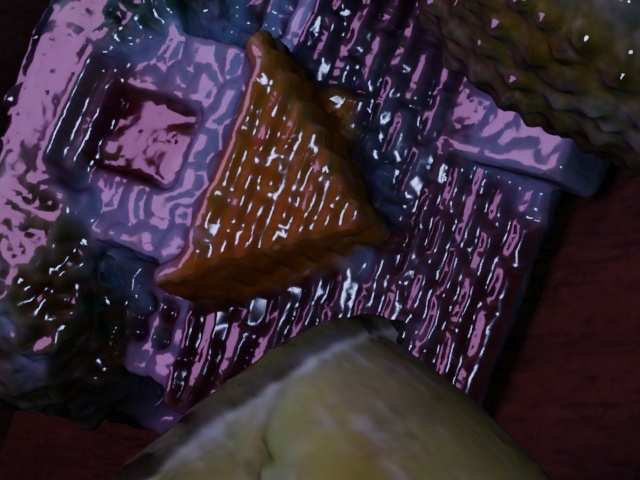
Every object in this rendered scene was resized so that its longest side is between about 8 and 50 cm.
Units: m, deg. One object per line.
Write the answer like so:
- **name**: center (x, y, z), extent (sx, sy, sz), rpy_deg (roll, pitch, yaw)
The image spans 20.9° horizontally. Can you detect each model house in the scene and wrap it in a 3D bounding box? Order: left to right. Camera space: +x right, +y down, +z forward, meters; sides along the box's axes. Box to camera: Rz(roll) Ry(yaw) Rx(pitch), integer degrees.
- **model house**: center (0.000, 0.000, 1.124), extent (0.339, 0.297, 0.360), rpy_deg (18, 84, 39)

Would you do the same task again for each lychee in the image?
- **lychee**: center (0.162, -0.163, 0.854), extent (0.255, 0.255, 0.274), rpy_deg (-58, 41, 25)

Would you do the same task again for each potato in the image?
- **potato**: center (-0.007, 0.292, 0.781), extent (0.385, 0.319, 0.442), rpy_deg (-31, -20, -42)
